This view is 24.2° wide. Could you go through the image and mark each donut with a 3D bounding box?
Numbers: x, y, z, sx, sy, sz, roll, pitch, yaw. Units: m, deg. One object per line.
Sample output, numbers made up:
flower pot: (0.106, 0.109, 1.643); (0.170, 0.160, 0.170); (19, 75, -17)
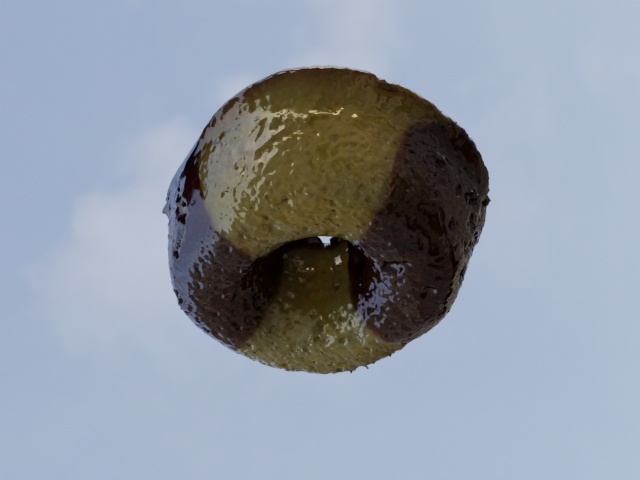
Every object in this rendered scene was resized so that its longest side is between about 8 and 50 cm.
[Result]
donut: (0.000, 0.000, 0.770); (0.166, 0.184, 0.073); (33, -136, -25)
